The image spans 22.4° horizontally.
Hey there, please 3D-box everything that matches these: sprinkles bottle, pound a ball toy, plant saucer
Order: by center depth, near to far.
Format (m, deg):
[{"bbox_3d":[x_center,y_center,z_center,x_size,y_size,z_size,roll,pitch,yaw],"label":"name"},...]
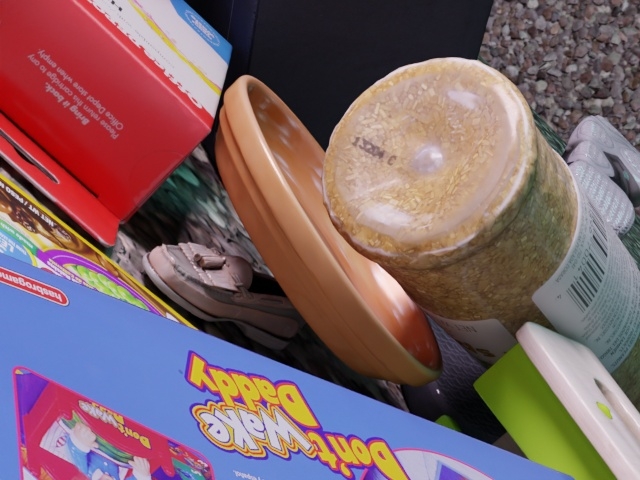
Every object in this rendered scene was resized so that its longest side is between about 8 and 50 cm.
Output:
[{"bbox_3d":[0.200,0.180,0.822,0.136,0.208,0.319,27,24,-53],"label":"pound a ball toy"},{"bbox_3d":[0.000,0.000,0.900,0.200,0.037,0.200,55,9,-13],"label":"plant saucer"},{"bbox_3d":[0.126,0.025,0.966,0.121,0.121,0.355,57,8,35],"label":"sprinkles bottle"}]

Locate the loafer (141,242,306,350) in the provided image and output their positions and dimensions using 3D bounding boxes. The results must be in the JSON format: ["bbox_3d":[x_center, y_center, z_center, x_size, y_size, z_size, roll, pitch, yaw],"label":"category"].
[{"bbox_3d":[-0.046,0.023,0.878,0.125,0.039,0.045,31,21,-52],"label":"loafer"}]

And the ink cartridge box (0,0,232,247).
[{"bbox_3d":[-0.127,-0.099,0.902,0.134,0.078,0.231,42,15,-14],"label":"ink cartridge box"}]

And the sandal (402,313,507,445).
[{"bbox_3d":[0.069,0.057,1.121,0.097,0.054,0.254,33,28,-22],"label":"sandal"}]

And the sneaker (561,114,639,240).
[{"bbox_3d":[0.238,-0.027,1.587,0.101,0.153,0.268,46,26,-1],"label":"sneaker"}]

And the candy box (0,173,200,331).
[{"bbox_3d":[-0.107,0.033,0.706,0.206,0.027,0.105,40,19,-23],"label":"candy box"}]

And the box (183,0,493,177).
[{"bbox_3d":[-0.017,-0.267,1.096,0.179,0.343,0.312,-9,45,-22],"label":"box"}]

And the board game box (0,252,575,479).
[{"bbox_3d":[0.008,0.149,0.530,0.347,0.078,0.233,26,27,-41],"label":"board game box"}]
